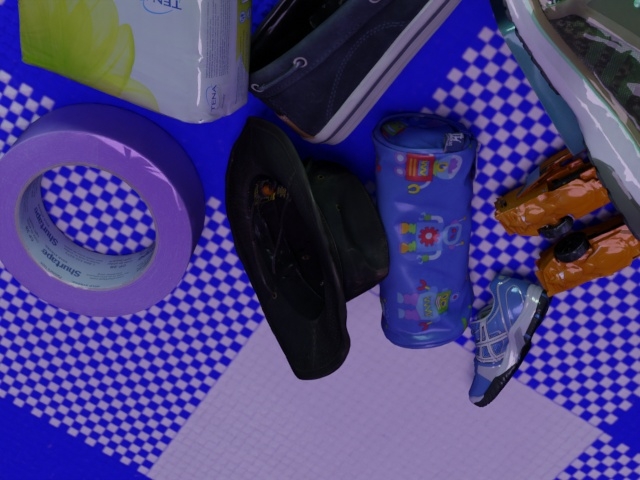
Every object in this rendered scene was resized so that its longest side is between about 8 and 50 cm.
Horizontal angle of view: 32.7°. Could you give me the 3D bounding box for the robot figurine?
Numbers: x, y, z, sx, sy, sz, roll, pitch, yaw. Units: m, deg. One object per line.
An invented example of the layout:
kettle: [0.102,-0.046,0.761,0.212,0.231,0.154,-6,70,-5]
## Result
robot figurine: [0.371,-0.055,1.327,0.291,0.085,0.211,-28,113,22]

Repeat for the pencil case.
pencil case: [0.134,-0.013,1.365,0.133,0.119,0.306,-6,120,-4]

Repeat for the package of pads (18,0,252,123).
package of pads: [-0.212,-0.270,1.209,0.296,0.101,0.229,21,123,28]

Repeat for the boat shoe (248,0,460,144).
boat shoe: [0.068,-0.313,1.159,0.156,0.187,0.500,24,127,-21]

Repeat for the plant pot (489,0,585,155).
plant pot: [0.329,-0.241,1.183,0.234,0.165,0.166,-28,113,17]

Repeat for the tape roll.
tape roll: [-0.293,-0.036,1.429,0.274,0.090,0.275,3,121,5]

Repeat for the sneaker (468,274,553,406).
sneaker: [0.240,0.134,1.472,0.081,0.080,0.211,29,122,16]

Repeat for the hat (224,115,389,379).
hat: [0.000,0.000,1.335,0.133,0.331,0.331,-13,124,-24]

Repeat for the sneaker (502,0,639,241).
sneaker: [0.299,-0.196,1.021,0.182,0.158,0.410,-26,113,24]
